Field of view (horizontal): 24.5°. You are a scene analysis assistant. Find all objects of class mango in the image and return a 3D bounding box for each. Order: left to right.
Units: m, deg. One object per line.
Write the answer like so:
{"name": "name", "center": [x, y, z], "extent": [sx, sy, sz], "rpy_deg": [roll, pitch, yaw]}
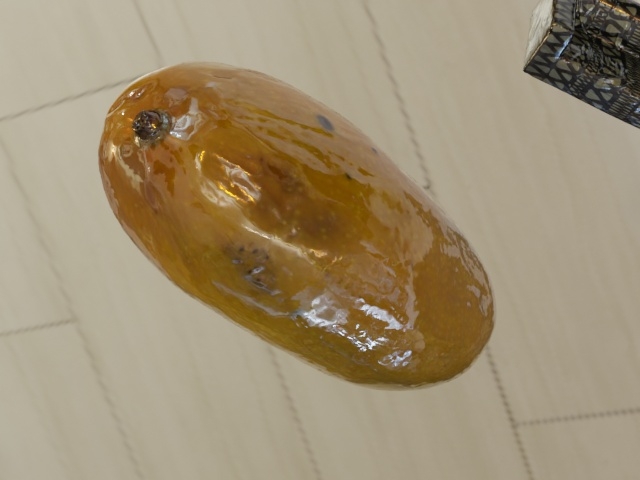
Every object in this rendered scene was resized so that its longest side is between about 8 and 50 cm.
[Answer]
{"name": "mango", "center": [0.003, 0.003, 0.925], "extent": [0.144, 0.359, 0.187], "rpy_deg": [-49, 41, 8]}

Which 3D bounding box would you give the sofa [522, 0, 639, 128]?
{"name": "sofa", "center": [0.171, -0.097, 0.801], "extent": [0.118, 0.060, 0.039], "rpy_deg": [24, 137, -8]}
